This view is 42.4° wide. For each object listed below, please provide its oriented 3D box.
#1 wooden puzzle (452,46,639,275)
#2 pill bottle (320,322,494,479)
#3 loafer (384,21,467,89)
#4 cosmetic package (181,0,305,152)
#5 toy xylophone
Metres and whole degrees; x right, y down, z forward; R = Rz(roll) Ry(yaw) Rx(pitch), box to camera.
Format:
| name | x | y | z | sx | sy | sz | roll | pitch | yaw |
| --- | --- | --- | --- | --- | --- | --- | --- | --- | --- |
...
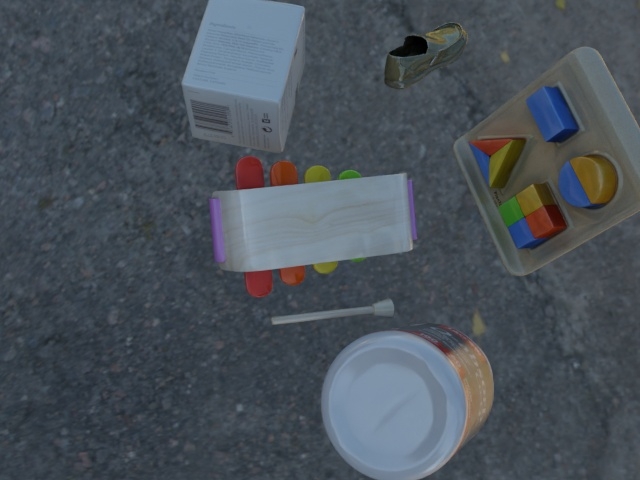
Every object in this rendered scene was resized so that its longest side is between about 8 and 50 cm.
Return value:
| name | x | y | z | sx | sy | sz | roll | pitch | yaw |
| --- | --- | --- | --- | --- | --- | --- | --- | --- | --- |
| wooden puzzle | 0.423 | -0.143 | 1.553 | 0.081 | 0.348 | 0.322 | -1 | 63 | -45 |
| pill bottle | 0.155 | 0.235 | 1.285 | 0.363 | 0.210 | 0.210 | 6 | 67 | -69 |
| loafer | 0.144 | -0.258 | 1.117 | 0.148 | 0.056 | 0.050 | -41 | 141 | -24 |
| cosmetic package | -0.114 | -0.261 | 1.288 | 0.152 | 0.151 | 0.183 | 11 | 66 | 3 |
| toy xylophone | 0.000 | 0.000 | 1.200 | 0.323 | 0.081 | 0.236 | 2 | 93 | -17 |
